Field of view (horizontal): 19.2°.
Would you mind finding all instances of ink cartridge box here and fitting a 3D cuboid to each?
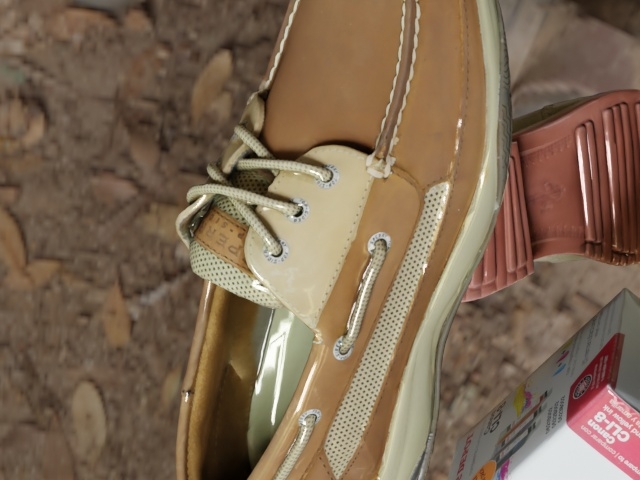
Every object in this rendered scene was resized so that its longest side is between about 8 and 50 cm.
[{"bbox_3d":[0.178,0.150,1.211,0.127,0.176,0.128,38,30,-8],"label":"ink cartridge box"}]

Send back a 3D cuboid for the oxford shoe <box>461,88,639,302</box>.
[{"bbox_3d":[0.159,-0.046,1.488,0.397,0.146,0.140,-9,100,-43],"label":"oxford shoe"}]

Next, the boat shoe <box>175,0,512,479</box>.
[{"bbox_3d":[0.000,0.000,0.876,0.120,0.324,0.122,-7,22,-38],"label":"boat shoe"}]
